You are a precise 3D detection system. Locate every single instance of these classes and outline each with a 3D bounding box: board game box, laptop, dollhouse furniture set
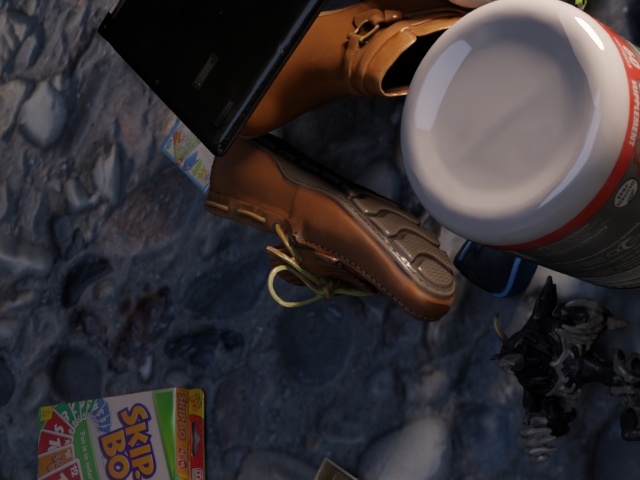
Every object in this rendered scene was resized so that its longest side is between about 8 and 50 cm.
[{"bbox_3d":[-0.248,0.254,1.871,0.259,0.039,0.124,-11,74,32],"label":"board game box"},{"bbox_3d":[-0.046,-0.332,1.714,0.408,0.236,0.382,46,109,36],"label":"laptop"},{"bbox_3d":[0.015,0.290,1.631,0.114,0.081,0.091,31,98,37],"label":"dollhouse furniture set"},{"bbox_3d":[-0.123,-0.145,1.871,0.103,0.026,0.154,44,106,35],"label":"board game box"}]

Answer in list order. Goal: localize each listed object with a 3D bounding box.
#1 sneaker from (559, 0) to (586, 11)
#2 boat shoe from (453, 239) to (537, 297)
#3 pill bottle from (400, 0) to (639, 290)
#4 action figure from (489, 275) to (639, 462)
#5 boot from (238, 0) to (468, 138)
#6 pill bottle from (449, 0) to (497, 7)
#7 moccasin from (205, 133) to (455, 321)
[{"bbox_3d":[0.249,-0.227,1.592,0.097,0.084,0.235,44,113,16],"label":"sneaker"},{"bbox_3d":[0.205,-0.071,1.554,0.089,0.109,0.258,25,93,25],"label":"boat shoe"},{"bbox_3d":[0.250,-0.069,1.360,0.210,0.363,0.210,-9,74,36],"label":"pill bottle"},{"bbox_3d":[0.256,0.130,1.454,0.275,0.141,0.164,14,100,37],"label":"action figure"},{"bbox_3d":[0.032,-0.178,1.635,0.283,0.109,0.220,-29,29,-6],"label":"boot"},{"bbox_3d":[0.128,-0.369,1.643,0.146,0.146,0.264,-53,41,15],"label":"pill bottle"},{"bbox_3d":[-0.002,0.000,1.677,0.380,0.139,0.147,31,101,37],"label":"moccasin"}]
